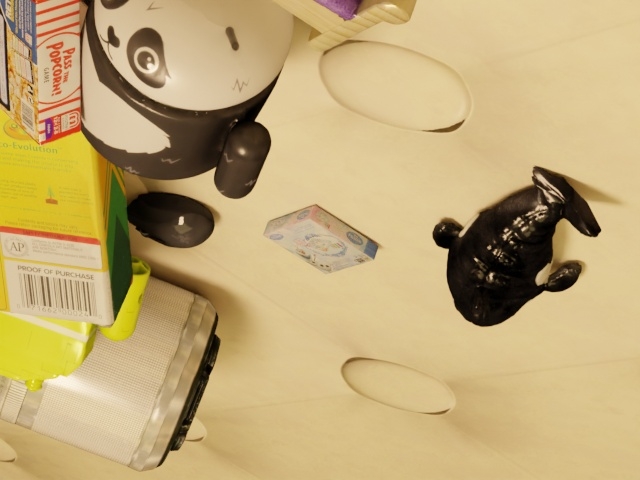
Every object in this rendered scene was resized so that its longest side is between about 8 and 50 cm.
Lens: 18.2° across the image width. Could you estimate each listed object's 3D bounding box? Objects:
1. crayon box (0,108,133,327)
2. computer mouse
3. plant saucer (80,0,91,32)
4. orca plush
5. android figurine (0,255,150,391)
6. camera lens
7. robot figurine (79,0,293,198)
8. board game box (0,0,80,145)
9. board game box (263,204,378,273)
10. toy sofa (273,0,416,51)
[{"bbox_3d":[-0.302,-0.069,1.999,0.202,0.081,0.318,8,129,9],"label":"crayon box"},{"bbox_3d":[-0.216,-0.015,2.213,0.242,0.041,0.071,-2,149,39],"label":"computer mouse"},{"bbox_3d":[-0.277,-0.224,1.843,0.168,0.029,0.168,15,155,7],"label":"plant saucer"},{"bbox_3d":[0.189,0.039,1.964,0.151,0.102,0.287,27,154,-17],"label":"orca plush"},{"bbox_3d":[-0.312,0.039,2.160,0.248,0.056,0.273,18,115,5],"label":"android figurine"},{"bbox_3d":[-0.268,0.131,2.336,0.274,0.219,0.219,21,155,-6],"label":"camera lens"},{"bbox_3d":[-0.125,-0.155,1.703,0.209,0.173,0.278,22,156,-7],"label":"robot figurine"},{"bbox_3d":[-0.275,-0.192,1.710,0.193,0.045,0.147,41,140,36],"label":"board game box"},{"bbox_3d":[0.000,0.000,2.116,0.090,0.020,0.090,32,153,-26],"label":"board game box"},{"bbox_3d":[-0.068,-0.297,1.401,0.362,0.150,0.177,31,154,-24],"label":"toy sofa"}]
